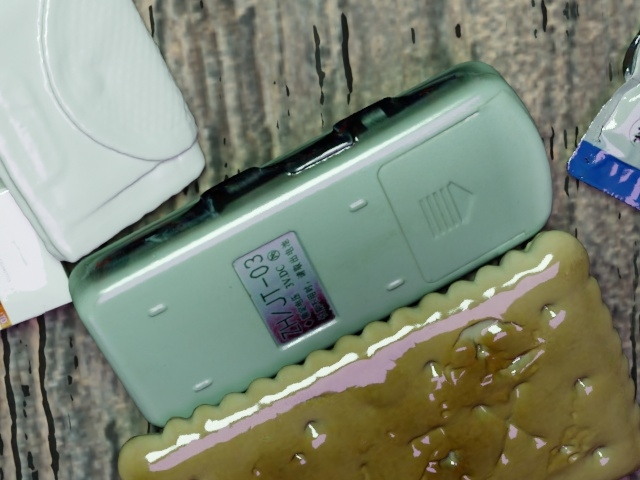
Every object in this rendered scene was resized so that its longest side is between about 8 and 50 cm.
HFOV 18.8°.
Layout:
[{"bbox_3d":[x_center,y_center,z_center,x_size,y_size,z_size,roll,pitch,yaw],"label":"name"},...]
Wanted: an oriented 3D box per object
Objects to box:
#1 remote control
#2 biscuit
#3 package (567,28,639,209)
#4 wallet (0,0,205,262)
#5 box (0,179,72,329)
[{"bbox_3d":[0.000,0.000,1.174,0.296,0.056,0.140,-28,133,-2],"label":"remote control"},{"bbox_3d":[0.050,0.140,1.232,0.325,0.044,0.217,-25,124,-3],"label":"biscuit"},{"bbox_3d":[0.266,-0.082,1.234,0.171,0.027,0.173,25,97,-19],"label":"package"},{"bbox_3d":[-0.147,-0.089,1.122,0.124,0.032,0.183,-36,113,-21],"label":"wallet"},{"bbox_3d":[-0.233,0.025,1.154,0.154,0.040,0.084,-23,109,-5],"label":"box"}]
